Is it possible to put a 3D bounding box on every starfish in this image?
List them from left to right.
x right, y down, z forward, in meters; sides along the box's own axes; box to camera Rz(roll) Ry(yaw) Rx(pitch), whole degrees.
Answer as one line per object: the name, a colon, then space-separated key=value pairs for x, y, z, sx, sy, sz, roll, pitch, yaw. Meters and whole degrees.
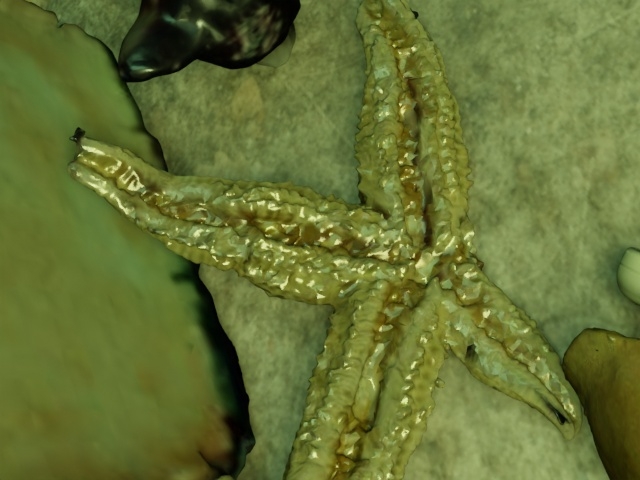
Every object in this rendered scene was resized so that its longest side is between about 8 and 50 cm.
starfish: x=0.000 y=0.000 z=0.747 sx=0.324 sy=0.082 sz=0.432 roll=-15 pitch=65 yaw=-13

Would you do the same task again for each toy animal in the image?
toy animal: x=-0.117 y=-0.256 z=0.823 sx=0.194 sy=0.344 sz=0.303 roll=-29 pitch=45 yaw=10

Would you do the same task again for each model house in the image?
model house: x=-0.341 y=0.075 z=0.761 sx=0.400 sy=0.395 sz=0.445 roll=-33 pitch=71 yaw=22

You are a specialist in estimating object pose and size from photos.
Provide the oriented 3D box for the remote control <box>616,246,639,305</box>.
remote control: x=0.288 y=0.058 z=0.633 sx=0.221 sy=0.078 sz=0.042 roll=26 pitch=100 yaw=32

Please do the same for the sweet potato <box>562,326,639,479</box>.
sweet potato: x=0.271 y=0.188 z=0.525 sx=0.158 sy=0.158 sz=0.370 roll=-32 pitch=60 yaw=4
